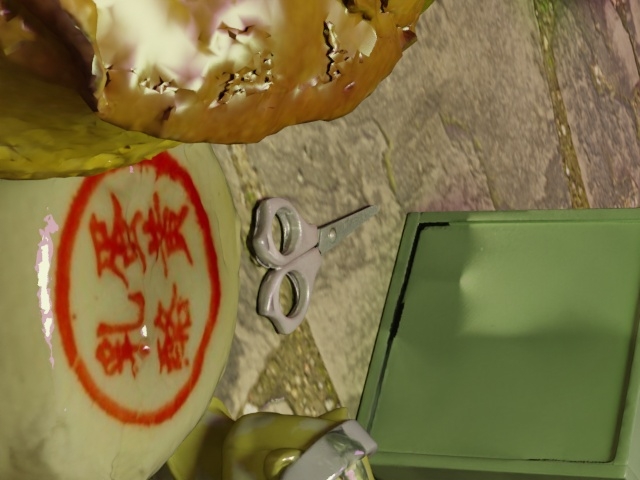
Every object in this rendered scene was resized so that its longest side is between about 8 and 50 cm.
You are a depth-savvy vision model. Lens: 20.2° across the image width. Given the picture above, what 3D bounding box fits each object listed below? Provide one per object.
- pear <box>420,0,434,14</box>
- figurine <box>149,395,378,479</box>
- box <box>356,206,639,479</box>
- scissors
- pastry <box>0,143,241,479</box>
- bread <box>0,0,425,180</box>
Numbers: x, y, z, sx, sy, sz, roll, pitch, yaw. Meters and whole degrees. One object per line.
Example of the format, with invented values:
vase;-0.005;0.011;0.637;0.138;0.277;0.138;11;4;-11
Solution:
pear;0.002;-0.220;1.168;0.198;0.198;0.198;3;86;-60
figurine;-0.052;0.155;1.087;0.208;0.184;0.128;45;31;9
box;0.167;0.101;1.405;0.117;0.225;0.225;50;48;-49
scissors;0.000;0.000;1.331;0.189;0.015;0.100;-32;118;-59
pastry;-0.141;0.014;0.969;0.265;0.133;0.265;-2;90;-64
bread;-0.124;-0.206;0.806;0.398;0.215;0.398;18;60;-35
